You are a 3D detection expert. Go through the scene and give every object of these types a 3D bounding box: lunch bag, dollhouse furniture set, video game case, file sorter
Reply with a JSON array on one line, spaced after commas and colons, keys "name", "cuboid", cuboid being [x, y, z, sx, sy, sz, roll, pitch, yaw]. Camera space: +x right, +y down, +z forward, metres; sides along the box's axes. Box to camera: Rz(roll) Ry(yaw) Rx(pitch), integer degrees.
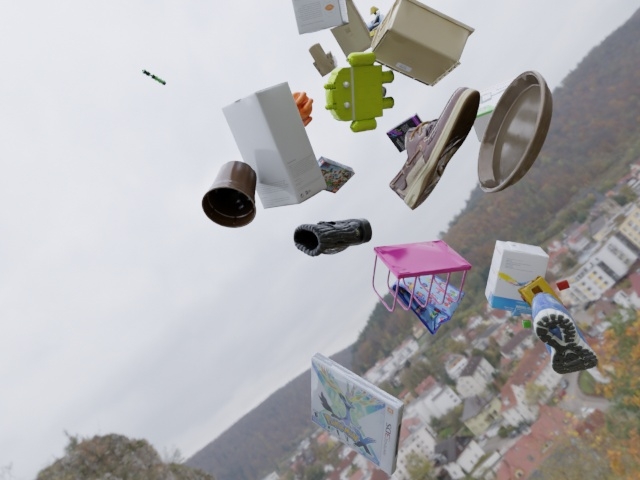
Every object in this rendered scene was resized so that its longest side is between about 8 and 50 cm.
[{"name": "lunch bag", "cuboid": [0.454, 0.225, 2.079, 0.221, 0.293, 0.138, -35, -16, -51]}, {"name": "dollhouse furniture set", "cuboid": [0.097, -0.863, 1.925, 0.286, 0.198, 0.303, -23, 27, 28]}, {"name": "video game case", "cuboid": [0.103, 0.541, 1.487, 0.036, 0.329, 0.300, -29, -50, -42]}, {"name": "file sorter", "cuboid": [0.357, 0.134, 1.743, 0.290, 0.202, 0.182, -5, -61, -18]}]

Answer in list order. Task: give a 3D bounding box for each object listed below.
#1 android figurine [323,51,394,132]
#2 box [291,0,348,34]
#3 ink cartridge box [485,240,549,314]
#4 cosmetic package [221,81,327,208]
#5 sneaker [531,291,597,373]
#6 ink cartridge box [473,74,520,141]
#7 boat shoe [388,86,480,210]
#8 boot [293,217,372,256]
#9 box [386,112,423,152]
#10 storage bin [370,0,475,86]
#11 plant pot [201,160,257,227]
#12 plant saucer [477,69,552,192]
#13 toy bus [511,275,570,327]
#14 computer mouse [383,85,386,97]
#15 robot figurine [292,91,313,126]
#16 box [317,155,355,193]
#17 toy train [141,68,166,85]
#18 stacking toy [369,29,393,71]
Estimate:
[{"name": "android figurine", "cuboid": [0.125, -0.476, 1.533, 0.272, 0.056, 0.248, -14, -67, -30]}, {"name": "box", "cuboid": [-0.007, -0.664, 1.291, 0.130, 0.170, 0.091, -5, 24, 18]}, {"name": "ink cartridge box", "cuboid": [0.746, 0.137, 1.813, 0.171, 0.168, 0.233, -44, -37, -73]}, {"name": "cosmetic package", "cuboid": [-0.149, -0.302, 1.550, 0.197, 0.366, 0.155, -2, 25, 45]}, {"name": "sneaker", "cuboid": [0.712, 0.271, 1.398, 0.129, 0.330, 0.147, -21, 34, 25]}, {"name": "ink cartridge box", "cuboid": [0.694, -0.510, 1.830, 0.198, 0.115, 0.273, -17, 28, 27]}, {"name": "boat shoe", "cuboid": [0.250, -0.224, 1.120, 0.123, 0.123, 0.342, -36, -22, -34]}, {"name": "boot", "cuboid": [-0.001, -0.004, 1.797, 0.260, 0.131, 0.348, -14, -5, -34]}, {"name": "box", "cuboid": [0.389, -0.477, 2.107, 0.162, 0.116, 0.029, -28, 25, 29]}, {"name": "storage bin", "cuboid": [0.319, -0.648, 1.577, 0.260, 0.262, 0.123, 178, 113, -80]}, {"name": "plant pot", "cuboid": [-0.271, -0.154, 1.489, 0.165, 0.167, 0.167, -85, 21, -45]}, {"name": "plant saucer", "cuboid": [0.434, -0.238, 1.068, 0.278, 0.041, 0.278, -165, 90, -85]}, {"name": "toy bus", "cuboid": [0.777, 0.221, 1.632, 0.104, 0.202, 0.191, 13, -95, -75]}, {"name": "computer mouse", "cuboid": [0.222, -0.693, 2.223, 0.193, 0.042, 0.106, -9, -56, -26]}, {"name": "robot figurine", "cuboid": [-0.122, -0.599, 2.177, 0.158, 0.128, 0.219, -1, -12, -34]}, {"name": "box", "cuboid": [0.040, -0.319, 2.334, 0.233, 0.044, 0.159, 11, -45, -46]}, {"name": "toy train", "cuboid": [-0.527, -0.518, 1.506, 0.083, 0.023, 0.017, 24, -81, -38]}, {"name": "stacking toy", "cuboid": [0.300, -0.729, 1.801, 0.221, 0.167, 0.052, -21, 15, -19]}]
